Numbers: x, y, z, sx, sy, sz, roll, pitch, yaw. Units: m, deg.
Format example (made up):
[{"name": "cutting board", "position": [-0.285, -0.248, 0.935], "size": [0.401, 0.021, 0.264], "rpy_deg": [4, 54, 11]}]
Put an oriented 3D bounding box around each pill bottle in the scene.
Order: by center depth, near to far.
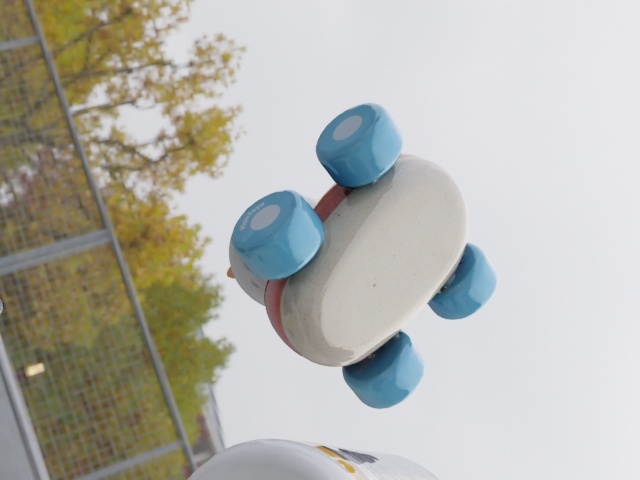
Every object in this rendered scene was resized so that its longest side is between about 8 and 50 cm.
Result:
[{"name": "pill bottle", "position": [0.019, 0.232, 0.755], "size": [0.162, 0.162, 0.278], "rpy_deg": [61, 15, 26]}]

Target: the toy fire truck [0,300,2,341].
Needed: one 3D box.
[{"name": "toy fire truck", "position": [-0.380, 0.086, 0.860], "size": [0.158, 0.217, 0.246], "rpy_deg": [-57, -160, 14]}]

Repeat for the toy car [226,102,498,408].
[{"name": "toy car", "position": [0.000, 0.000, 0.982], "size": [0.238, 0.210, 0.219], "rpy_deg": [20, -26, 54]}]
